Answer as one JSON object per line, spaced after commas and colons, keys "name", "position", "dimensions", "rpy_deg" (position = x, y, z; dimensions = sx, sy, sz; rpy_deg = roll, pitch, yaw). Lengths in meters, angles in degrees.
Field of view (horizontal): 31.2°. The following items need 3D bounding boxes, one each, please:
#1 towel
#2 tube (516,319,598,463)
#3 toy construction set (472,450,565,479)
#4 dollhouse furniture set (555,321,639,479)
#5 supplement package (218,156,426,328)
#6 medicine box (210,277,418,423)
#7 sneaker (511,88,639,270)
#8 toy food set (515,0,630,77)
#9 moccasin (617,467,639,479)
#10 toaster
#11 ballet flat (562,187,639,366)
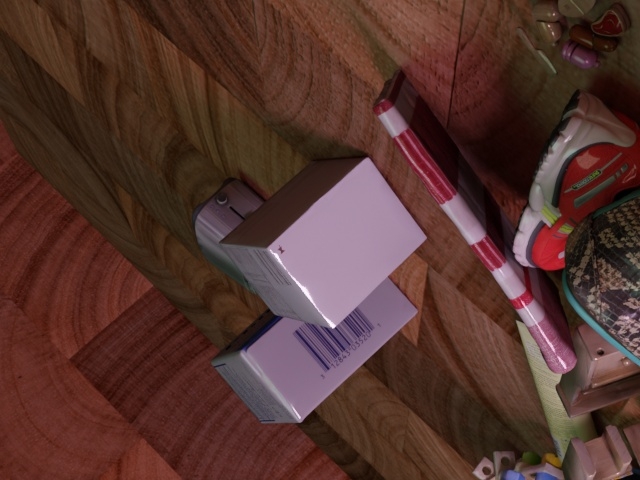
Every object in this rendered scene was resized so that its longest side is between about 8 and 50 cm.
{"name": "towel", "position": [0.161, -0.028, 1.220], "dimensions": [0.329, 0.037, 0.237], "rpy_deg": [53, -166, -8]}
{"name": "tube", "position": [0.324, 0.207, 1.530], "dimensions": [0.070, 0.062, 0.240], "rpy_deg": [-12, 125, 19]}
{"name": "toy construction set", "position": [0.337, 0.415, 1.780], "dimensions": [0.215, 0.151, 0.327], "rpy_deg": [23, 170, -1]}
{"name": "dollhouse furniture set", "position": [0.355, 0.211, 1.209], "dimensions": [0.161, 0.212, 0.242], "rpy_deg": [83, 168, -59]}
{"name": "supplement package", "position": [0.000, 0.000, 1.612], "dimensions": [0.149, 0.194, 0.203], "rpy_deg": [52, 163, -16]}
{"name": "medicine box", "position": [-0.019, 0.161, 1.896], "dimensions": [0.149, 0.263, 0.289], "rpy_deg": [50, 163, -4]}
{"name": "sneaker", "position": [0.259, -0.029, 1.093], "dimensions": [0.118, 0.107, 0.279], "rpy_deg": [28, 162, 15]}
{"name": "toy food set", "position": [0.222, -0.182, 0.978], "dimensions": [0.078, 0.019, 0.122], "rpy_deg": [51, 155, -10]}
{"name": "moccasin", "position": [0.494, 0.459, 1.551], "dimensions": [0.342, 0.117, 0.138], "rpy_deg": [50, 163, -8]}
{"name": "toaster", "position": [-0.134, 0.002, 2.061], "dimensions": [0.146, 0.129, 0.227], "rpy_deg": [39, 160, 21]}
{"name": "ballet flat", "position": [0.418, 0.132, 0.970], "dimensions": [0.483, 0.164, 0.182], "rpy_deg": [44, 133, -6]}
